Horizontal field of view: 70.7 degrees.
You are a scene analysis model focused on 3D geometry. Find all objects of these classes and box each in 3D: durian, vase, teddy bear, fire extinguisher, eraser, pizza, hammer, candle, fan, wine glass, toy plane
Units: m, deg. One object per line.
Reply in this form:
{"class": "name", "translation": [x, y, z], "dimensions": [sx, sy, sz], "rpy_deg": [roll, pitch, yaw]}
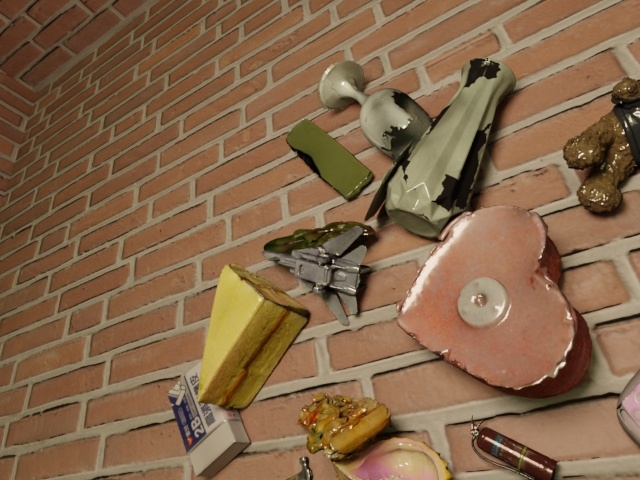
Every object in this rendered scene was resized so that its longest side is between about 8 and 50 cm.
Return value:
{"class": "durian", "translation": [0.128, 0.393, 0.698], "dimensions": [0.183, 0.132, 0.165], "rpy_deg": [-23, 64, 19]}
{"class": "vase", "translation": [0.264, -0.184, 0.894], "dimensions": [0.165, 0.165, 0.359], "rpy_deg": [20, 75, 39]}
{"class": "teddy bear", "translation": [0.513, -0.174, 0.739], "dimensions": [0.252, 0.181, 0.129], "rpy_deg": [-33, 16, 17]}
{"class": "fire extinguisher", "translation": [0.286, 0.322, 0.689], "dimensions": [0.132, 0.039, 0.056], "rpy_deg": [16, 68, 38]}
{"class": "eraser", "translation": [-0.250, 0.387, 0.994], "dimensions": [0.124, 0.068, 0.210], "rpy_deg": [-43, 51, 7]}
{"class": "pizza", "translation": [0.031, 0.306, 0.795], "dimensions": [0.147, 0.226, 0.069], "rpy_deg": [-22, 92, -12]}
{"class": "hammer", "translation": [-0.089, 0.484, 0.871], "dimensions": [0.182, 0.017, 0.062], "rpy_deg": [-34, 52, 17]}
{"class": "candle", "translation": [0.274, 0.115, 0.750], "dimensions": [0.287, 0.131, 0.316], "rpy_deg": [-28, 44, 27]}
{"class": "fan", "translation": [0.166, -0.172, 0.904], "dimensions": [0.010, 0.182, 0.310], "rpy_deg": [31, 113, 11]}
{"class": "wine glass", "translation": [0.127, -0.304, 1.054], "dimensions": [0.143, 0.143, 0.321], "rpy_deg": [-46, 52, 6]}
{"class": "toy plane", "translation": [-0.030, 0.054, 0.964], "dimensions": [0.268, 0.088, 0.212], "rpy_deg": [13, 101, 25]}

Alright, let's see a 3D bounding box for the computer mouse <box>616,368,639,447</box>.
{"class": "computer mouse", "translation": [0.525, 0.161, 0.569], "dimensions": [0.310, 0.072, 0.158], "rpy_deg": [-57, 37, 13]}

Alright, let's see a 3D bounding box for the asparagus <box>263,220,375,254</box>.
{"class": "asparagus", "translation": [0.000, 0.000, 1.022], "dimensions": [0.288, 0.080, 0.080], "rpy_deg": [-12, 61, 35]}

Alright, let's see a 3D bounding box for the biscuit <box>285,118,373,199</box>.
{"class": "biscuit", "translation": [0.012, -0.212, 1.144], "dimensions": [0.099, 0.038, 0.322], "rpy_deg": [-44, 50, 3]}

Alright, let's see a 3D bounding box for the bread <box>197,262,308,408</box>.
{"class": "bread", "translation": [-0.181, 0.204, 0.977], "dimensions": [0.163, 0.168, 0.263], "rpy_deg": [34, 89, 41]}
